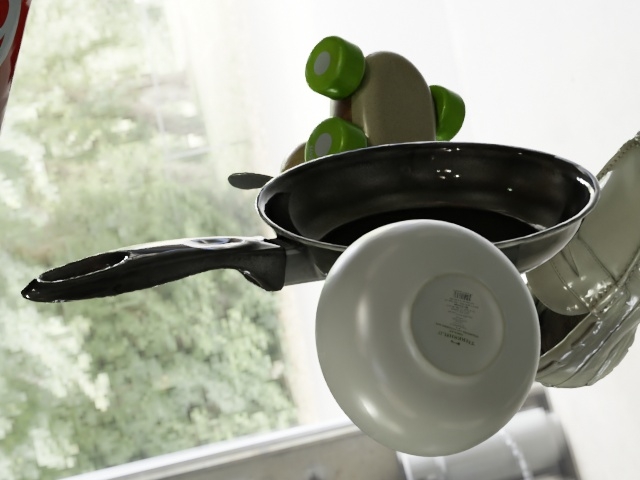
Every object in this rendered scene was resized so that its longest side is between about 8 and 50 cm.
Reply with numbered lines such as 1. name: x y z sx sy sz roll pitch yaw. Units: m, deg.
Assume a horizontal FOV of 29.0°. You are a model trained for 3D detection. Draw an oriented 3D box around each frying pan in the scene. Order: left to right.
1. frying pan: 0.026 0.003 0.666 0.326 0.197 0.053 -32 -56 -50

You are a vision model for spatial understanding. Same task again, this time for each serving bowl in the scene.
1. serving bowl: 0.041 0.031 0.422 0.027 0.083 0.083 144 114 -65

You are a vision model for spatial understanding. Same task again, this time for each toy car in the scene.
1. toy car: 0.012 -0.074 1.105 0.188 0.155 0.149 -23 59 43

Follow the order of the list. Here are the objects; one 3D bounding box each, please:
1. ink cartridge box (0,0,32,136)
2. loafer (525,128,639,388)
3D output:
1. ink cartridge box: -0.321 -0.041 0.678 0.309 0.130 0.272 -36 -29 -59
2. loafer: 0.235 0.028 1.069 0.319 0.111 0.112 102 157 -47
